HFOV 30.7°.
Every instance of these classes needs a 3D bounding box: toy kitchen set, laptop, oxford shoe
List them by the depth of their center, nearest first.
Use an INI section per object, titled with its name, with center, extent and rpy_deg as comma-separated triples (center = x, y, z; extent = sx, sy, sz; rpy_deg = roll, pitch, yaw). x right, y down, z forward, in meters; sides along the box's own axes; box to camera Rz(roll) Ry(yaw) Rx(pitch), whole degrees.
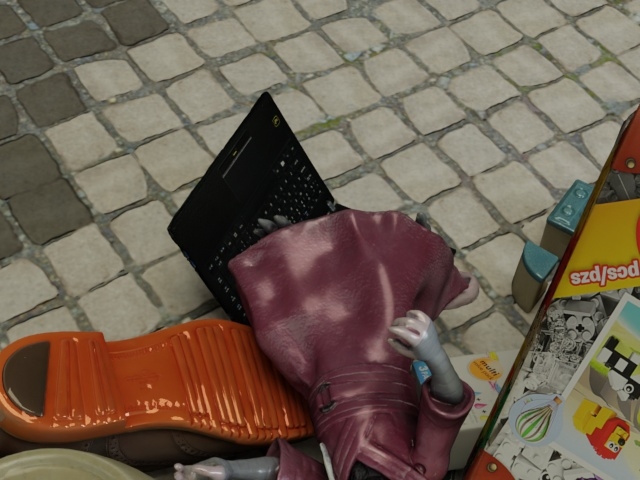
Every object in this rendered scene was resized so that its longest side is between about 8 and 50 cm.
[oxford shoe]
center = -0.151, 0.161, 1.128
extent = 0.364, 0.132, 0.130
rpy_deg = 7, 50, -28
[laptop]
center = 0.000, 0.000, 1.265
extent = 0.137, 0.264, 0.234
rpy_deg = -7, 38, 37
[toy kitchen set]
center = 0.340, 0.027, 1.296
extent = 0.207, 0.122, 0.166
rpy_deg = 31, 53, 17

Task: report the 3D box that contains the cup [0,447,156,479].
[cup]
center = -0.204, 0.297, 0.903
extent = 0.331, 0.237, 0.331
rpy_deg = 0, 45, 0

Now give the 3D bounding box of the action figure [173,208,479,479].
[action figure]
center = 0.030, 0.154, 1.076
extent = 0.248, 0.276, 0.370
rpy_deg = -20, 56, 18

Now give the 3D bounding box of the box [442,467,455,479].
[box]
center = 0.094, 0.254, 1.142
extent = 0.067, 0.018, 0.083
rpy_deg = 13, 50, 3

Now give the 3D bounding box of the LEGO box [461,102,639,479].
[LEGO box]
center = 0.418, 0.152, 0.980
extent = 0.500, 0.193, 0.372
rpy_deg = 23, 95, 8

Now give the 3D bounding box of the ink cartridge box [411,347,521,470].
[ink cartridge box]
center = 0.191, 0.167, 1.186
extent = 0.181, 0.061, 0.104
rpy_deg = -6, 38, -12
